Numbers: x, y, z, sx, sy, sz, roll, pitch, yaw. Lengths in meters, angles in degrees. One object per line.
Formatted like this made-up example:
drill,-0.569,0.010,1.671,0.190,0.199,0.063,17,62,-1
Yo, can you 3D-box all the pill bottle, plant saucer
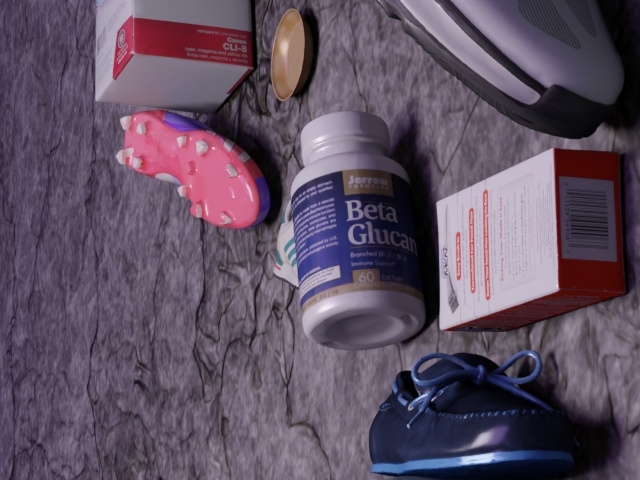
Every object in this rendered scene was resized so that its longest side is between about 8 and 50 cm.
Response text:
pill bottle,0.026,-0.009,1.504,0.094,0.094,0.169,131,138,-56
plant saucer,-0.023,-0.166,1.767,0.083,0.015,0.083,-175,90,-69

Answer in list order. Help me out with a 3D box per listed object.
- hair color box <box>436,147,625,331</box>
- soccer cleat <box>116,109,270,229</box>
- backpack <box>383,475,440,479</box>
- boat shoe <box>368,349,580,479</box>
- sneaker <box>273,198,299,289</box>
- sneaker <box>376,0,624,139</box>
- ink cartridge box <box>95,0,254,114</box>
hair color box,0.135,0.003,1.286,0.167,0.053,0.093,156,116,-64
soccer cleat,-0.105,-0.073,1.882,0.248,0.095,0.083,26,114,51
backpack,0.052,0.273,1.216,0.191,0.225,0.253,-22,59,42
boat shoe,0.087,0.115,1.315,0.258,0.109,0.089,167,110,-65
sneaker,0.000,0.000,1.615,0.161,0.057,0.075,-162,73,-71
sneaker,0.117,-0.299,1.242,0.257,0.169,0.447,-39,67,27
ink cartridge box,-0.146,-0.232,1.936,0.128,0.127,0.176,140,131,-61
